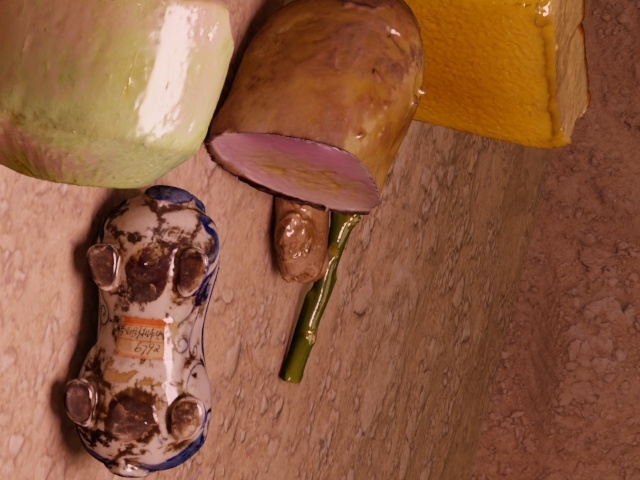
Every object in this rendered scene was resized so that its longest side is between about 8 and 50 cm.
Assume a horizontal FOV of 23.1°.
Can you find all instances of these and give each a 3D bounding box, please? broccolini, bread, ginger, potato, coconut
[{"bbox_3d":[0.005,0.002,2.149,0.074,0.079,0.392,17,92,-83],"label":"broccolini"},{"bbox_3d":[0.183,-0.277,2.052,0.323,0.333,0.143,77,34,-56],"label":"bread"},{"bbox_3d":[-0.024,-0.013,2.002,0.137,0.074,0.213,-57,158,-50],"label":"ginger"},{"bbox_3d":[0.013,-0.182,1.784,0.229,0.229,0.266,65,37,-62],"label":"potato"},{"bbox_3d":[-0.182,-0.161,1.205,0.205,0.236,0.235,5,97,-37],"label":"coconut"}]

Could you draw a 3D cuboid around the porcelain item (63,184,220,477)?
[{"bbox_3d":[-0.168,0.087,1.555,0.186,0.138,0.287,-73,168,-85],"label":"porcelain item"}]
